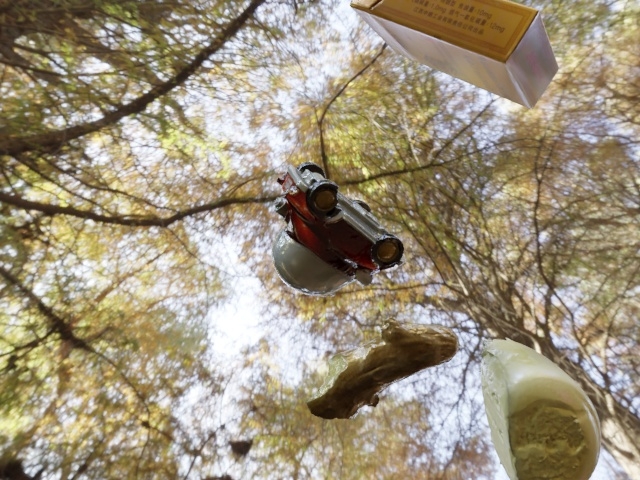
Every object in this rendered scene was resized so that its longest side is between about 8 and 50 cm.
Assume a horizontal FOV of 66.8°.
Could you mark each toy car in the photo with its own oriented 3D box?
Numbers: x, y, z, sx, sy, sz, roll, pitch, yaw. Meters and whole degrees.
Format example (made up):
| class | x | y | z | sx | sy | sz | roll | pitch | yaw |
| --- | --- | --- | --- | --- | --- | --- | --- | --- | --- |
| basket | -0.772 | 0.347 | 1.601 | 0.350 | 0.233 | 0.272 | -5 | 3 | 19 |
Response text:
| class | x | y | z | sx | sy | sz | roll | pitch | yaw |
| --- | --- | --- | --- | --- | --- | --- | --- | --- | --- |
| toy car | 0.000 | 0.000 | 0.485 | 0.139 | 0.112 | 0.112 | 36 | -78 | -26 |

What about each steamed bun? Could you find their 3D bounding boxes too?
| class | x | y | z | sx | sy | sz | roll | pitch | yaw |
| --- | --- | --- | --- | --- | --- | --- | --- | --- | --- |
| steamed bun | 0.407 | 0.321 | 0.915 | 0.166 | 0.232 | 0.272 | -10 | -85 | 6 |

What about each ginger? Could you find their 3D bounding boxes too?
| class | x | y | z | sx | sy | sz | roll | pitch | yaw |
| --- | --- | --- | --- | --- | --- | --- | --- | --- | --- |
| ginger | 0.051 | 0.106 | 0.413 | 0.137 | 0.044 | 0.057 | -30 | -110 | 6 |

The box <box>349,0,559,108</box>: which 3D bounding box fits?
| class | x | y | z | sx | sy | sz | roll | pitch | yaw |
| --- | --- | --- | --- | --- | --- | --- | --- | --- | --- |
| box | 0.196 | -0.304 | 0.719 | 0.274 | 0.174 | 0.076 | 38 | -77 | 32 |
